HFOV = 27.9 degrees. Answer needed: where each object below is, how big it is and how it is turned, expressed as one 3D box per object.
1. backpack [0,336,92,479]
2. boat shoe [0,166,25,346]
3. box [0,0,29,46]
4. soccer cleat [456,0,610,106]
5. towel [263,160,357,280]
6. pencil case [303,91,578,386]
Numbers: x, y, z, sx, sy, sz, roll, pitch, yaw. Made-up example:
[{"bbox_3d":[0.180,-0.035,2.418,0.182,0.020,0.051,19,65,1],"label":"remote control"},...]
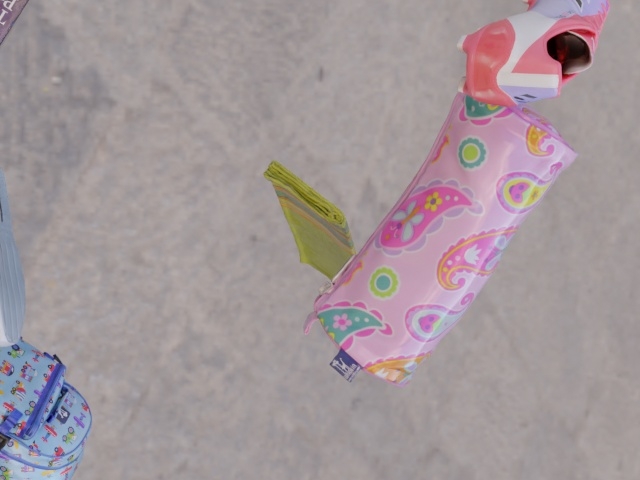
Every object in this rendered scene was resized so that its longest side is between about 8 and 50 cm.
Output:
[{"bbox_3d":[-0.354,0.215,1.560,0.173,0.117,0.158,36,33,-8],"label":"backpack"},{"bbox_3d":[-0.400,0.020,1.510,0.083,0.076,0.226,53,26,-70],"label":"boat shoe"},{"bbox_3d":[-0.466,-0.296,1.436,0.261,0.103,0.184,32,110,-15],"label":"box"},{"bbox_3d":[0.204,-0.173,1.082,0.248,0.095,0.083,-37,133,-47],"label":"soccer cleat"},{"bbox_3d":[0.000,0.000,1.355,0.021,0.102,0.237,-47,158,-12],"label":"towel"},{"bbox_3d":[0.105,-0.003,1.154,0.284,0.124,0.124,-55,146,12],"label":"pencil case"}]
